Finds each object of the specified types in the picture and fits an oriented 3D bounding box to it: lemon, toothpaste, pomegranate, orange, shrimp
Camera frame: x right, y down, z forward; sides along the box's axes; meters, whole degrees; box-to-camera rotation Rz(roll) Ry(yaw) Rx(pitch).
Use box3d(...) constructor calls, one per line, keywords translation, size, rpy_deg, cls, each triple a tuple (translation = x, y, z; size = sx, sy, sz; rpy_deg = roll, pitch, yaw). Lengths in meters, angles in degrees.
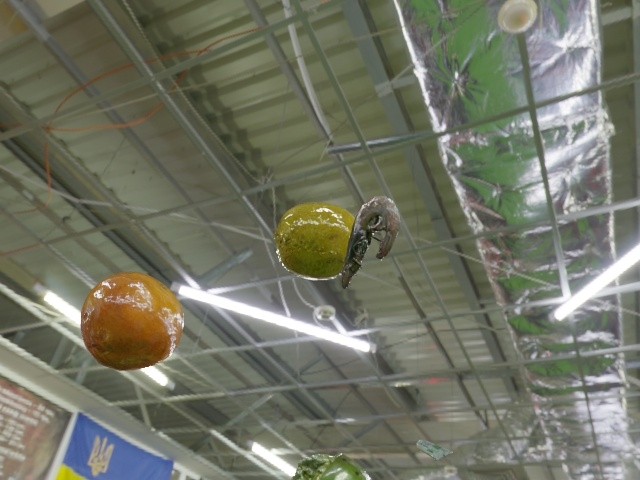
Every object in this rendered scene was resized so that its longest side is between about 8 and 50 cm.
box3d(translation=(0.000, 0.000, 1.684), size=(0.310, 0.258, 0.258), rpy_deg=(1, -40, 0), cls="lemon")
box3d(translation=(0.373, 0.705, 1.769), size=(0.064, 0.041, 0.218), rpy_deg=(-18, -8, -15), cls="toothpaste")
box3d(translation=(0.008, 0.673, 1.259), size=(0.260, 0.341, 0.261), rpy_deg=(18, -50, 22), cls="pomegranate")
box3d(translation=(-0.484, 0.205, 1.364), size=(0.261, 0.261, 0.261), rpy_deg=(4, -40, 3), cls="orange")
box3d(translation=(0.118, 0.009, 1.298), size=(0.052, 0.251, 0.143), rpy_deg=(14, 7, -41), cls="shrimp")
